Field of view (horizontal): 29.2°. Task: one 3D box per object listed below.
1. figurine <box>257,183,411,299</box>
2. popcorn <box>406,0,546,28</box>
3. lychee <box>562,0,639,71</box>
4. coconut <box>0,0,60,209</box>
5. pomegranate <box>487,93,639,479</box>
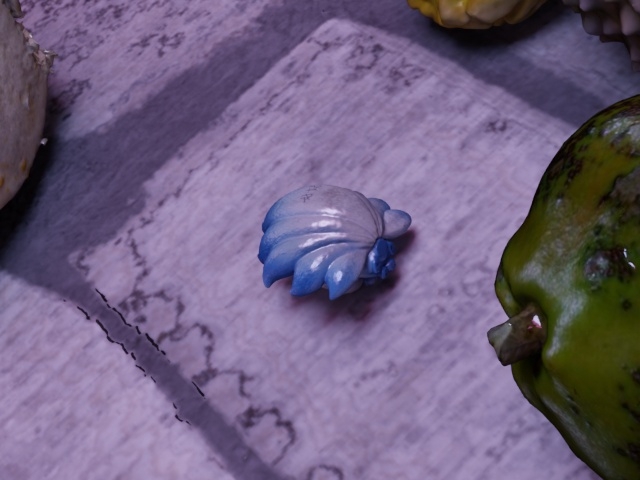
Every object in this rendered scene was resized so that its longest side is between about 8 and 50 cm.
[{"bbox_3d":[0.000,0.000,0.859,0.114,0.079,0.114,-16,34,11],"label":"figurine"},{"bbox_3d":[0.117,-0.239,0.944,0.148,0.152,0.167,-48,48,21],"label":"popcorn"},{"bbox_3d":[0.273,-0.278,0.752,0.432,0.380,0.380,28,63,-9],"label":"lychee"},{"bbox_3d":[-0.416,-0.142,0.965,0.360,0.346,0.346,7,59,18],"label":"coconut"},{"bbox_3d":[0.226,0.022,0.680,0.204,0.222,0.276,15,30,39],"label":"pomegranate"}]
